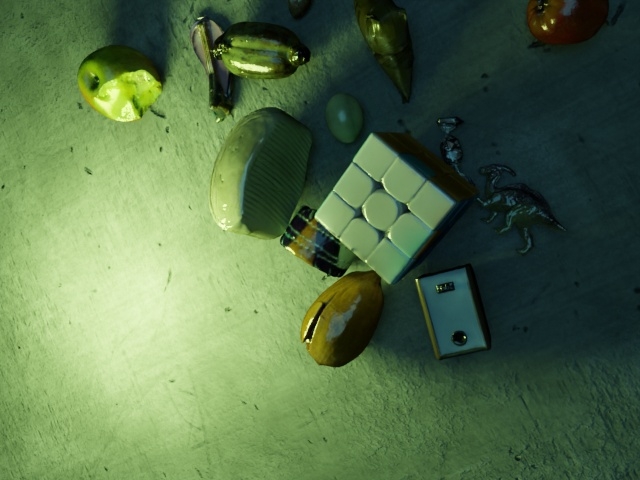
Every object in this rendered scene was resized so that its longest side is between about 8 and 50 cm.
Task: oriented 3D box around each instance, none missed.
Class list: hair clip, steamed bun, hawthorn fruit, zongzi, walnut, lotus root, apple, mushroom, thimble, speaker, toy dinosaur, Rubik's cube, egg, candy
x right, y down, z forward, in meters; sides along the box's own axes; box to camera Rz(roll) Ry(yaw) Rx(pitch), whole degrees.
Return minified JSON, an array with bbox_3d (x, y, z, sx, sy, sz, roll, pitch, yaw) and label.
[{"bbox_3d":[-0.345,-0.567,1.921,0.110,0.096,0.358,-22,73,50],"label":"hair clip"},{"bbox_3d":[-0.199,-0.203,1.775,0.236,0.247,0.383,14,87,39],"label":"steamed bun"},{"bbox_3d":[0.675,-0.606,1.568,0.226,0.196,0.196,8,94,-14],"label":"hawthorn fruit"},{"bbox_3d":[0.194,-0.587,1.756,0.123,0.289,0.260,-23,45,2],"label":"zongzi"},{"bbox_3d":[0.079,0.217,1.732,0.209,0.209,0.336,38,98,13],"label":"walnut"},{"bbox_3d":[-0.172,-0.578,1.820,0.309,0.173,0.173,12,94,16],"label":"lotus root"},{"bbox_3d":[-0.658,-0.511,1.925,0.246,0.226,0.246,1,93,19],"label":"apple"},{"bbox_3d":[-0.080,-0.800,1.830,0.094,0.072,0.209,-12,87,7],"label":"mushroom"},{"bbox_3d":[0.000,0.000,1.749,0.237,0.237,0.150,33,95,13],"label":"thimble"},{"bbox_3d":[0.374,0.194,1.649,0.153,0.192,0.230,-15,88,15],"label":"speaker"},{"bbox_3d":[0.538,-0.090,1.655,0.294,0.077,0.162,45,100,11],"label":"toy dinosaur"},{"bbox_3d":[0.215,-0.099,1.615,0.291,0.292,0.290,42,115,14],"label":"Rubik's cube"},{"bbox_3d":[0.072,-0.366,1.769,0.114,0.114,0.152,-15,91,16],"label":"egg"},{"bbox_3d":[0.389,-0.251,1.714,0.094,0.051,0.226,-14,89,6],"label":"candy"}]
